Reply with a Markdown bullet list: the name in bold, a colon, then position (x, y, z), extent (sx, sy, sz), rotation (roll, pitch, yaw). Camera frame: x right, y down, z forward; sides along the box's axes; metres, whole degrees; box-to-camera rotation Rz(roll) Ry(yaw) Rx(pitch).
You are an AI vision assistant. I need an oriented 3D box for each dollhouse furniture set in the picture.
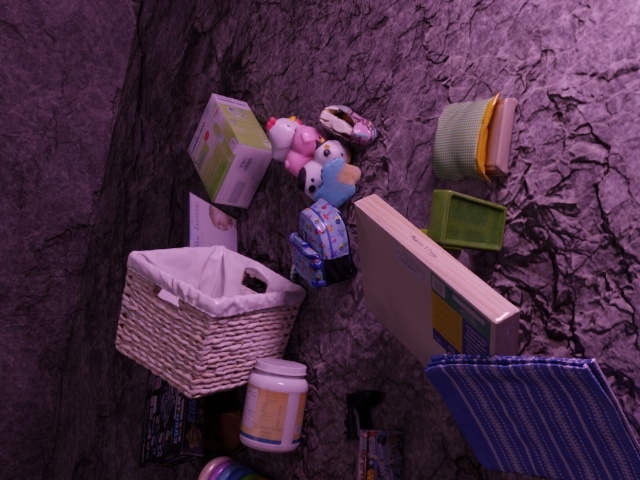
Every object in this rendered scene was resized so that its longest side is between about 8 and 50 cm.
- **dollhouse furniture set**: position (0.237, -0.135, 1.526), extent (0.198, 0.151, 0.301), rotation (5, 86, 57)

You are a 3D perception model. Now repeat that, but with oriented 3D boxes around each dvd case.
- **dvd case**: position (-0.301, -0.017, 2.250), extent (0.022, 0.253, 0.180), rotation (-12, 69, 23)

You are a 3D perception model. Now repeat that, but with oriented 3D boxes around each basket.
- **basket**: position (-0.277, 0.189, 2.001), extent (0.328, 0.331, 0.266), rotation (25, 106, 34)

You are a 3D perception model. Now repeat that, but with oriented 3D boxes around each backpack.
- **backpack**: position (0.000, 0.000, 1.835), extent (0.158, 0.117, 0.173), rotation (47, 151, 51)

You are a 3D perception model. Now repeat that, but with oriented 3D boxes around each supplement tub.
- **supplement tub**: position (-0.107, 0.387, 1.926), extent (0.144, 0.144, 0.199), rotation (7, 87, 57)

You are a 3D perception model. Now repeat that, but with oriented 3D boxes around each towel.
- **towel**: position (0.325, 0.282, 1.262), extent (0.336, 0.040, 0.243), rotation (-11, 113, 55)

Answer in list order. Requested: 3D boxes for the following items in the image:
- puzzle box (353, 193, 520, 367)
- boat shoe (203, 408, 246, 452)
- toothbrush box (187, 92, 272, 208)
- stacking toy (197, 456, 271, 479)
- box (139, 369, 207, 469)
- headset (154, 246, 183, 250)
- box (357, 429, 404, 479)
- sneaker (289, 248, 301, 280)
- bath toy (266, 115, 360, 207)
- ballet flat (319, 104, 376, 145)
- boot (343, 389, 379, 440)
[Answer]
- **puzzle box**: position (0.199, 0.123, 1.458), extent (0.409, 0.052, 0.272), rotation (45, 151, 45)
- **boat shoe**: position (-0.288, 0.525, 2.201), extent (0.307, 0.105, 0.110), rotation (-34, 54, 48)
- **toothbrush box**: position (-0.262, -0.259, 2.350), extent (0.206, 0.122, 0.283), rotation (-61, 36, 27)
- **stacking toy**: position (-0.157, 0.616, 1.976), extent (0.330, 0.141, 0.141), rotation (-5, 78, 49)
- **box**: position (-0.401, 0.464, 2.240), extent (0.293, 0.073, 0.295), rotation (-31, 51, 48)
- **headset**: position (-0.408, 0.158, 2.375), extent (0.394, 0.244, 0.185), rotation (111, 161, -59)
- **box**: position (0.119, 0.445, 1.612), extent (0.027, 0.094, 0.136), rotation (-10, 74, 55)
- **sneaker**: position (-0.060, 0.049, 2.042), extent (0.069, 0.038, 0.098), rotation (31, 98, 57)
- **bath toy**: position (-0.032, -0.214, 1.981), extent (0.151, 0.129, 0.348), rotation (-40, 40, -2)
- **ballet flat**: position (0.047, -0.278, 1.920), extent (0.221, 0.079, 0.076), rotation (38, 112, 54)
- **boot**: position (0.088, 0.370, 1.723), extent (0.121, 0.045, 0.099), rotation (-33, 53, 57)
